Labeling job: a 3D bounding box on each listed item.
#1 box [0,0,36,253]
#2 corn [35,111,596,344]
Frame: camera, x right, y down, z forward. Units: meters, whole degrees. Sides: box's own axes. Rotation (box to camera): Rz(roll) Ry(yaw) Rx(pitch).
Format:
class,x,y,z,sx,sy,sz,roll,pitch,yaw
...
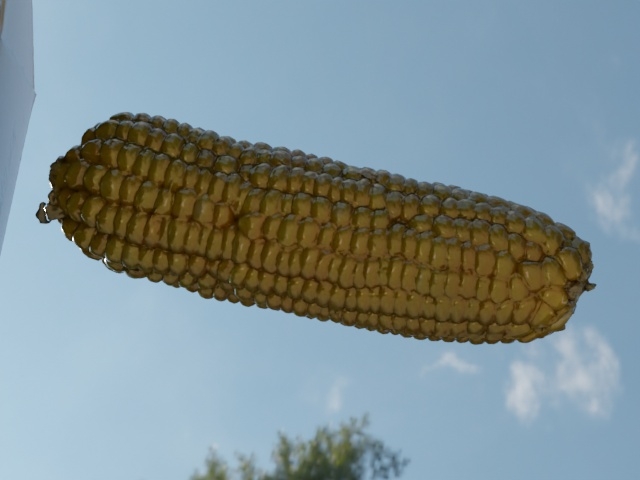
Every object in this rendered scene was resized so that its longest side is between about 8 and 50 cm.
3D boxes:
class,x,y,z,sx,sy,sz,roll,pitch,yaw
box,-0.285,-0.056,0.601,0.257,0.348,0.318,8,-34,-7
corn,0.000,0.001,0.752,0.313,0.102,0.102,15,-58,8
